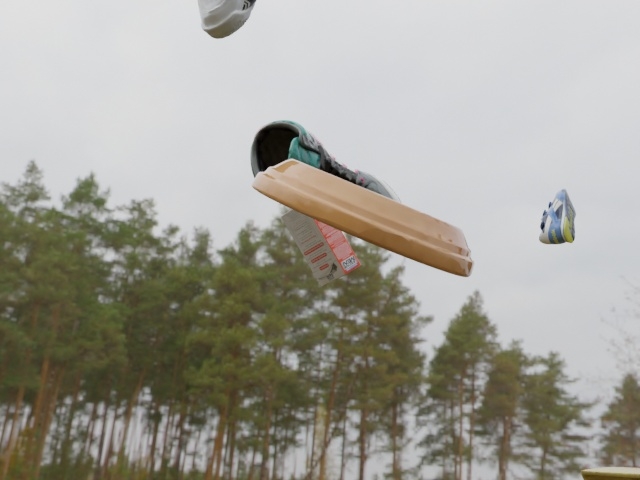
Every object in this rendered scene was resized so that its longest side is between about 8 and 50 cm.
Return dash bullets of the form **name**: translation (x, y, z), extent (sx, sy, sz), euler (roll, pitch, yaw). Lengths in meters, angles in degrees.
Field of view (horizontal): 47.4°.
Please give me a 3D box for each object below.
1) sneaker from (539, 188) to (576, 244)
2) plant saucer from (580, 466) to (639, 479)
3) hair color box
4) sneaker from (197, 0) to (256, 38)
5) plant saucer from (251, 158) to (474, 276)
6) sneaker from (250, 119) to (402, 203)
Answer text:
- **sneaker**: translation (0.435, -0.045, 1.345), extent (0.059, 0.144, 0.053), euler (-20, -63, 34)
- **plant saucer**: translation (0.603, 0.479, 1.133), extent (0.081, 0.333, 0.333), euler (-34, -10, -15)
- **hair color box**: translation (0.000, 0.000, 1.465), extent (0.053, 0.167, 0.093), euler (-28, -1, -37)
- **sneaker**: translation (-0.220, -0.565, 1.339), extent (0.137, 0.366, 0.210), euler (-10, -21, 34)
- **plant saucer**: translation (0.040, -0.024, 0.618), extent (0.200, 0.037, 0.200), euler (22, 4, -2)
- **sneaker**: translation (-0.004, -0.105, 1.197), extent (0.295, 0.124, 0.178), euler (37, 17, 19)
